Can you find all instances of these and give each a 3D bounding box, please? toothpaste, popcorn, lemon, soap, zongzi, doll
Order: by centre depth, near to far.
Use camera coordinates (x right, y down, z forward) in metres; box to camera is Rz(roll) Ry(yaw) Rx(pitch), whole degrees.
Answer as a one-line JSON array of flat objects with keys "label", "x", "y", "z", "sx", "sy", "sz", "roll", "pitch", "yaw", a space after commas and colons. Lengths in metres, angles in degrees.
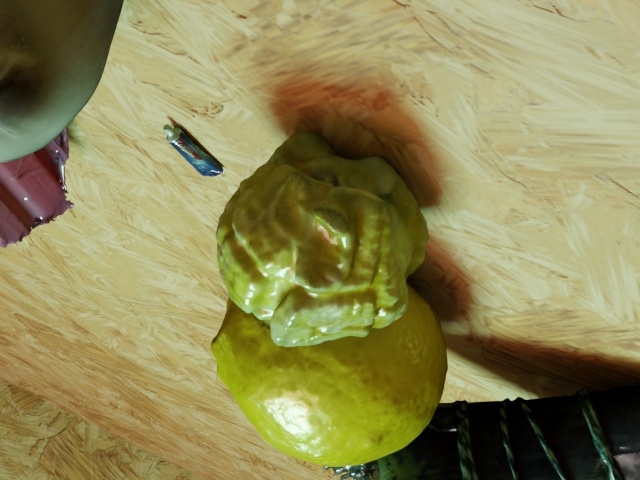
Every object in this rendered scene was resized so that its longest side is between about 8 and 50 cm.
[{"label": "doll", "x": -0.340, "y": -0.179, "z": 0.935, "sx": 0.370, "sy": 0.215, "sz": 0.226, "roll": 23, "pitch": 143, "yaw": 19}, {"label": "popcorn", "x": 0.000, "y": -0.001, "z": 0.991, "sx": 0.185, "sy": 0.187, "sz": 0.167, "roll": 31, "pitch": 123, "yaw": 26}, {"label": "toothpaste", "x": -0.132, "y": -0.091, "z": 1.149, "sx": 0.027, "sy": 0.019, "sz": 0.083, "roll": -16, "pitch": 138, "yaw": 29}, {"label": "zongzi", "x": 0.252, "y": 0.247, "z": 1.172, "sx": 0.384, "sy": 0.319, "sz": 0.362, "roll": -9, "pitch": 148, "yaw": -11}, {"label": "lemon", "x": 0.015, "y": 0.122, "z": 1.174, "sx": 0.234, "sy": 0.233, "sz": 0.288, "roll": 15, "pitch": 168, "yaw": 31}, {"label": "soap", "x": -0.356, "y": -0.099, "z": 1.208, "sx": 0.099, "sy": 0.162, "sz": 0.250, "roll": 19, "pitch": 157, "yaw": 24}]

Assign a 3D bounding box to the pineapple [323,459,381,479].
[{"label": "pineapple", "x": 0.130, "y": 0.376, "z": 1.701, "sx": 0.362, "sy": 0.202, "sz": 0.202, "roll": 24, "pitch": 162, "yaw": 41}]
